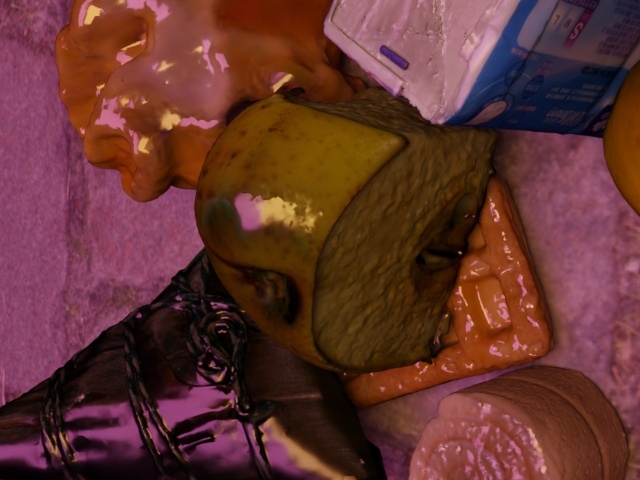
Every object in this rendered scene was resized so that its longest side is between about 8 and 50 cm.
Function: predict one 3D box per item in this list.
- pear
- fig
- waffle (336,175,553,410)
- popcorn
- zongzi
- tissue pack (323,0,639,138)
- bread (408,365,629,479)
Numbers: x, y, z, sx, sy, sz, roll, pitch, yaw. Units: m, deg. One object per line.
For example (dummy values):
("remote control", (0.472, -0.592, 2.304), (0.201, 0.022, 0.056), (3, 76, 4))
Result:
("pear", (0.000, 0.000, 0.771), (0.164, 0.255, 0.238), (28, 116, 33))
("fig", (0.278, -0.071, 0.690), (0.136, 0.121, 0.153), (-19, 99, 59))
("waffle", (0.087, 0.059, 0.904), (0.274, 0.057, 0.167), (-24, 79, 39))
("popcorn", (-0.098, -0.176, 0.935), (0.298, 0.281, 0.315), (17, 75, 1))
("zongzi", (-0.123, 0.200, 0.991), (0.384, 0.362, 0.319), (-24, 61, 11))
("tissue pack", (0.160, -0.188, 0.686), (0.146, 0.263, 0.198), (43, 119, 28))
("bread", (0.166, 0.188, 0.795), (0.134, 0.141, 0.148), (22, 108, 38))
